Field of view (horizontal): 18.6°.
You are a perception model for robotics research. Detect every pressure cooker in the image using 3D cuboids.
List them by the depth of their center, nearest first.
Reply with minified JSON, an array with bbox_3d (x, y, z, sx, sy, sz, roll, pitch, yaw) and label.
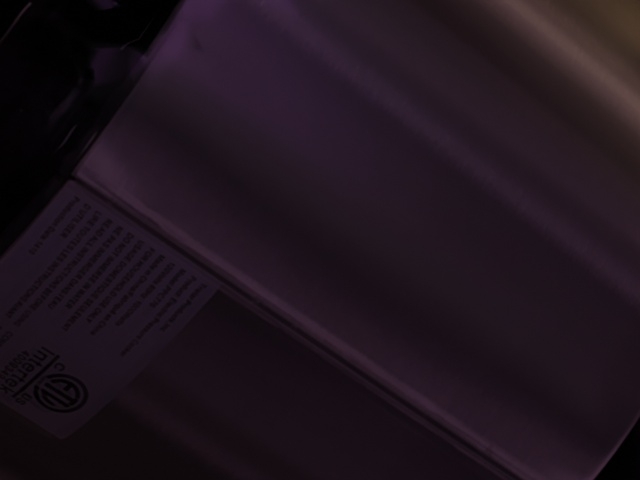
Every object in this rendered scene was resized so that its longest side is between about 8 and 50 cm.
[{"bbox_3d":[-0.001,0.004,0.857,0.420,0.370,0.375,35,64,-22],"label":"pressure cooker"}]
